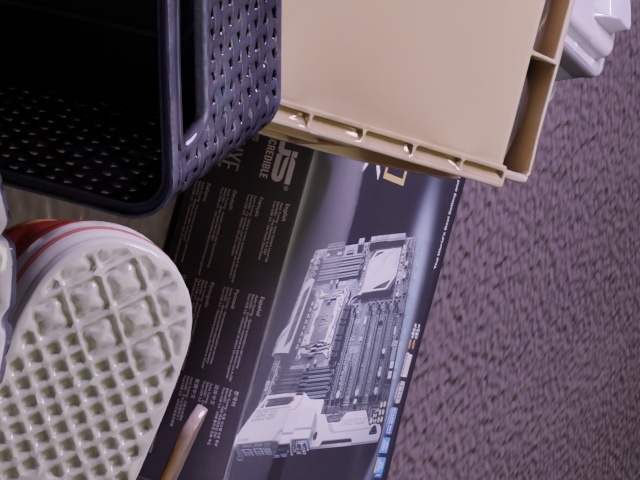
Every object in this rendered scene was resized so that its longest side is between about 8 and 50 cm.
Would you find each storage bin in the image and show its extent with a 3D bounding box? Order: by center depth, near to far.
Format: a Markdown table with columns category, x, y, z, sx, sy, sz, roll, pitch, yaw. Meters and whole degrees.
| category | x | y | z | sx | sy | sz | roll | pitch | yaw |
| --- | --- | --- | --- | --- | --- | --- | --- | --- | --- |
| storage bin | -0.112 | -0.094 | 0.735 | 0.084 | 0.180 | 0.122 | -42 | 141 | -50 |
| storage bin | 0.016 | -0.177 | 0.947 | 0.260 | 0.123 | 0.262 | 13 | 91 | -47 |

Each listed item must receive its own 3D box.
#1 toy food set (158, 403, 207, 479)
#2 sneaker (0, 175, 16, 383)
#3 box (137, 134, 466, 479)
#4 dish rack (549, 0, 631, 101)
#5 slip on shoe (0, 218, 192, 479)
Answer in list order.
| category | x | y | z | sx | sy | sz | roll | pitch | yaw |
| --- | --- | --- | --- | --- | --- | --- | --- | --- | --- |
| toy food set | -0.148 | 0.171 | 0.970 | 0.218 | 0.071 | 0.128 | -56 | 175 | -33 |
| sneaker | -0.184 | -0.030 | 0.671 | 0.110 | 0.107 | 0.275 | -37 | 134 | -32 |
| box | 0.000 | 0.000 | 1.173 | 0.242 | 0.077 | 0.307 | 18 | 88 | -66 |
| dish rack | 0.133 | -0.251 | 1.236 | 0.333 | 0.072 | 0.285 | 23 | 64 | -68 |
| slip on shoe | -0.163 | 0.139 | 0.857 | 0.123 | 0.101 | 0.331 | 25 | 91 | -31 |
